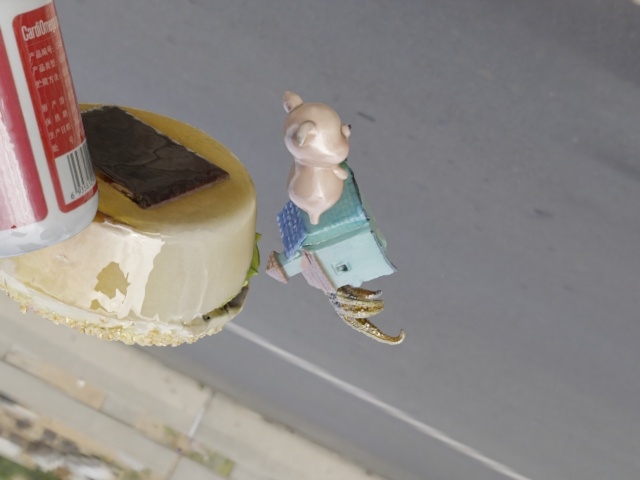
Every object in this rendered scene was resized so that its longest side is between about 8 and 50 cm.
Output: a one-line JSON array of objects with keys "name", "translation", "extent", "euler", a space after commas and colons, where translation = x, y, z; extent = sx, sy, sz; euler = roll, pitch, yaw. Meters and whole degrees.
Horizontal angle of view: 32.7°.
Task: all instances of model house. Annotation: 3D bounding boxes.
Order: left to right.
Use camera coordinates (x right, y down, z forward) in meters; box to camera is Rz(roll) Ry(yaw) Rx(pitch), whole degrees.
[{"name": "model house", "translation": [0.000, 0.000, 1.345], "extent": [0.148, 0.119, 0.148], "euler": [-23, 141, 3]}]

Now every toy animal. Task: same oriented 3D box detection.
[{"name": "toy animal", "translation": [-0.007, -0.091, 1.234], "extent": [0.083, 0.089, 0.150], "euler": [18, 123, 45]}]

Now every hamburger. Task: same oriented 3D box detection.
[{"name": "hamburger", "translation": [-0.200, -0.012, 1.079], "extent": [0.302, 0.302, 0.170], "euler": [23, 118, 5]}]

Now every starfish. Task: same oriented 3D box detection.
[{"name": "starfish", "translation": [0.045, 0.070, 1.527], "extent": [0.190, 0.074, 0.146], "euler": [56, 178, 1]}]

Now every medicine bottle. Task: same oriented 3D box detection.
[{"name": "medicine bottle", "translation": [-0.257, -0.120, 0.841], "extent": [0.131, 0.131, 0.250], "euler": [9, 118, 40]}]
